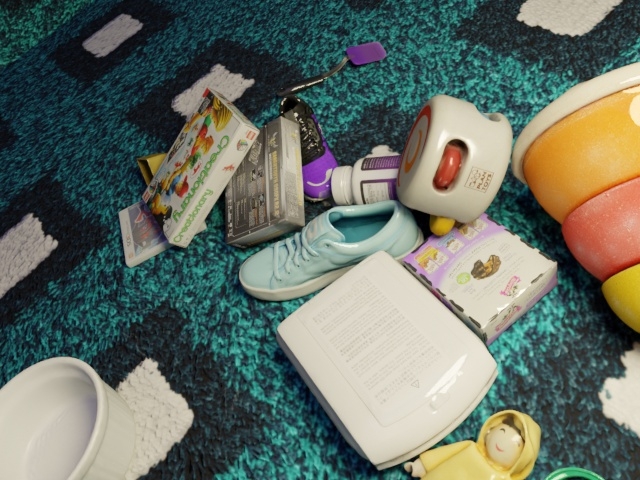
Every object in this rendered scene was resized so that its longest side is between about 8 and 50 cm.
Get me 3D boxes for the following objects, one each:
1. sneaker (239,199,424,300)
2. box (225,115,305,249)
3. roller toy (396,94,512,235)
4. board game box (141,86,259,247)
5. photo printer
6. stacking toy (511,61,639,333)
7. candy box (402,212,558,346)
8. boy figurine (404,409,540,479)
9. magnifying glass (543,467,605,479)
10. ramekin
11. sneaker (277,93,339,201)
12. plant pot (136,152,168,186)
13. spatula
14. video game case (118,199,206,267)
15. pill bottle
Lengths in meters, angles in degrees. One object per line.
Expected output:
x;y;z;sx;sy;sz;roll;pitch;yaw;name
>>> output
0.000;0.000;1.097;0.366;0.150;0.135;-18;49;10;sneaker
-0.120;-0.116;1.216;0.183;0.056;0.230;-20;65;37;box
0.222;-0.129;0.972;0.146;0.191;0.209;17;66;-6;roller toy
-0.270;-0.161;1.288;0.305;0.053;0.193;-55;48;14;board game box
0.104;0.185;0.935;0.256;0.107;0.307;-37;47;-8;photo printer
0.487;0.023;0.817;0.351;0.350;0.479;-12;68;15;stacking toy
0.267;0.053;0.992;0.165;0.070;0.196;-38;49;-8;candy box
0.191;0.343;0.787;0.285;0.092;0.177;-37;34;-3;boy figurine
0.393;0.361;0.736;0.231;0.026;0.092;13;61;33;magnifying glass
-0.466;0.361;1.038;0.277;0.135;0.277;-12;50;15;ramekin
-0.040;-0.214;1.279;0.102;0.146;0.293;-24;48;4;sneaker
-0.386;-0.177;1.440;0.083;0.081;0.082;-29;22;-29;plant pot
0.025;-0.430;1.492;0.297;0.030;0.084;-26;51;4;spatula
-0.376;-0.049;1.383;0.201;0.023;0.183;-27;49;2;video game case
0.125;-0.112;1.154;0.194;0.108;0.108;-1;55;23;pill bottle
